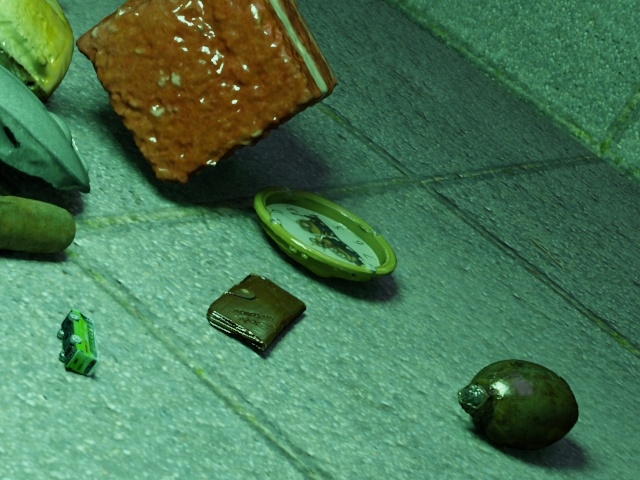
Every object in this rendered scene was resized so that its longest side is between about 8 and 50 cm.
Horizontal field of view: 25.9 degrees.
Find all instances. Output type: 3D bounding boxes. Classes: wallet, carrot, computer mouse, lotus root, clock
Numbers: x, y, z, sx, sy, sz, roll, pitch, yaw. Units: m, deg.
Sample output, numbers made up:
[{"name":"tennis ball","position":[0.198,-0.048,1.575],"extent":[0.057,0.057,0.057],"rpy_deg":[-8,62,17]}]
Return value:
[{"name":"wallet","position":[-0.081,0.089,1.802],"extent":[0.095,0.026,0.176],"rpy_deg":[31,21,8]},{"name":"carrot","position":[-0.424,-0.024,1.566],"extent":[0.342,0.070,0.070],"rpy_deg":[3,34,-46]},{"name":"computer mouse","position":[-0.443,-0.181,1.756],"extent":[0.373,0.114,0.203],"rpy_deg":[26,3,-13]},{"name":"lotus root","position":[0.264,0.215,1.852],"extent":[0.209,0.120,0.120],"rpy_deg":[15,27,-39]},{"name":"clock","position":[0.000,0.000,2.054],"extent":[0.237,0.057,0.237],"rpy_deg":[25,21,-10]}]

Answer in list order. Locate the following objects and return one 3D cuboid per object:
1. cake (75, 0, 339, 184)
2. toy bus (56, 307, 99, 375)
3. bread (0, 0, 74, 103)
[{"name":"cake","position":[-0.155,-0.265,2.040],"extent":[0.270,0.269,0.319],"rpy_deg":[60,13,-6]},{"name":"toy bus","position":[-0.264,0.110,1.523],"extent":[0.037,0.031,0.083],"rpy_deg":[27,21,-27]},{"name":"bread","position":[-0.438,-0.298,1.932],"extent":[0.262,0.162,0.204],"rpy_deg":[35,-14,44]}]
